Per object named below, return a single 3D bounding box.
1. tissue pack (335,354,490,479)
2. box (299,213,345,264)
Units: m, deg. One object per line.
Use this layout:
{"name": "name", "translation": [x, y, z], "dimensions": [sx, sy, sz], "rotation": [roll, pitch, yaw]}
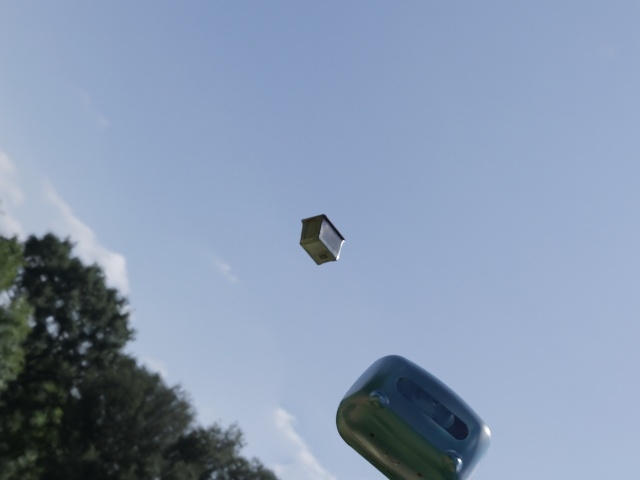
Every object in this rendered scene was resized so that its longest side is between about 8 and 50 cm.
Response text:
{"name": "tissue pack", "translation": [0.182, 0.361, 1.655], "dimensions": [0.287, 0.198, 0.206], "rotation": [41, -32, 10]}
{"name": "box", "translation": [0.000, 0.000, 1.681], "dimensions": [0.060, 0.063, 0.085], "rotation": [-12, -46, 31]}
